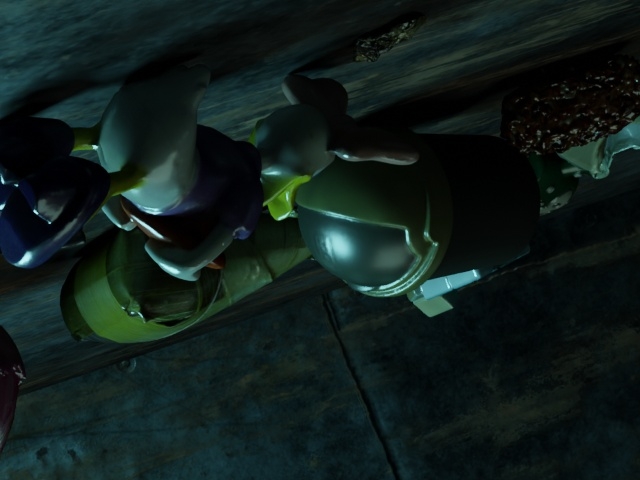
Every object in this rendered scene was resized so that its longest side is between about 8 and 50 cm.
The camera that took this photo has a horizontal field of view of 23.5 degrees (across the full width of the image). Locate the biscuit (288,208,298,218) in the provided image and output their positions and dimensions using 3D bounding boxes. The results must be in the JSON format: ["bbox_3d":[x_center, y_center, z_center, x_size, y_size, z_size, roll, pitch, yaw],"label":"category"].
[{"bbox_3d":[-0.088,-0.018,2.400,0.144,0.016,0.203,-20,174,5],"label":"biscuit"}]

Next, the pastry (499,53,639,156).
[{"bbox_3d":[0.323,-0.175,1.982,0.208,0.115,0.097,-20,-174,-14],"label":"pastry"}]

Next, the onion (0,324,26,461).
[{"bbox_3d":[-0.538,0.215,1.911,0.358,0.345,0.358,-36,-179,1],"label":"onion"}]

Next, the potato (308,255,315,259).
[{"bbox_3d":[0.000,0.000,2.596,0.096,0.066,0.103,-19,176,18],"label":"potato"}]

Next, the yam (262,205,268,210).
[{"bbox_3d":[-0.068,-0.062,1.997,0.094,0.043,0.043,-21,173,15],"label":"yam"}]

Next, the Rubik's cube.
[{"bbox_3d":[0.189,0.003,2.528,0.213,0.224,0.265,-24,178,38],"label":"Rubik's cube"}]

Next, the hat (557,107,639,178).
[{"bbox_3d":[0.485,-0.200,2.429,0.214,0.149,0.244,-17,140,36],"label":"hat"}]

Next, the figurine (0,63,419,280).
[{"bbox_3d":[-0.110,-0.075,1.384,0.420,0.154,0.193,-1,127,-46],"label":"figurine"}]

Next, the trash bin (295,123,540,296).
[{"bbox_3d":[0.110,-0.040,1.923,0.214,0.214,0.333,-25,167,39],"label":"trash bin"}]

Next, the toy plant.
[{"bbox_3d":[0.375,-0.104,2.651,0.243,0.113,0.232,-6,164,-42],"label":"toy plant"}]

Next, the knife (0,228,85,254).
[{"bbox_3d":[-0.385,0.015,1.794,0.230,0.028,0.060,-13,-177,-34],"label":"knife"}]

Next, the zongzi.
[{"bbox_3d":[-0.161,0.045,2.024,0.317,0.154,0.289,-7,172,-29],"label":"zongzi"}]

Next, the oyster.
[{"bbox_3d":[0.065,-0.190,1.461,0.083,0.019,0.054,-23,173,26],"label":"oyster"}]
